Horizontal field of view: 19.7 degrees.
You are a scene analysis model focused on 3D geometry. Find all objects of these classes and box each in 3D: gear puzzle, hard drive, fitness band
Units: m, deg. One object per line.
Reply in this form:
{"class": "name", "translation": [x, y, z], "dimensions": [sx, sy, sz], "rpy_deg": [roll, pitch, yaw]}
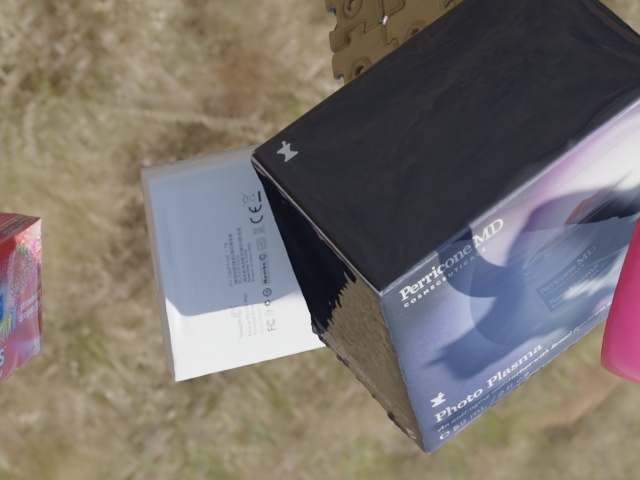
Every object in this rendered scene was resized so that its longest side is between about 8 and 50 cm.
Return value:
{"class": "gear puzzle", "translation": [0.134, -0.252, 1.782], "dimensions": [0.044, 0.175, 0.339], "rpy_deg": [16, 146, -39]}
{"class": "hard drive", "translation": [0.000, 0.000, 1.675], "dimensions": [0.307, 0.040, 0.203], "rpy_deg": [-13, 116, -15]}
{"class": "fitness band", "translation": [0.275, -0.017, 1.379], "dimensions": [0.291, 0.054, 0.209], "rpy_deg": [-51, 158, -49]}

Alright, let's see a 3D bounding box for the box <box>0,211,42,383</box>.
{"class": "box", "translation": [-0.331, 0.066, 1.504], "dimensions": [0.257, 0.123, 0.128], "rpy_deg": [-45, 139, -67]}

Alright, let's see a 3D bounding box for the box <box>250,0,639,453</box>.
{"class": "box", "translation": [0.131, -0.023, 1.510], "dimensions": [0.296, 0.183, 0.294], "rpy_deg": [-37, 149, -10]}
